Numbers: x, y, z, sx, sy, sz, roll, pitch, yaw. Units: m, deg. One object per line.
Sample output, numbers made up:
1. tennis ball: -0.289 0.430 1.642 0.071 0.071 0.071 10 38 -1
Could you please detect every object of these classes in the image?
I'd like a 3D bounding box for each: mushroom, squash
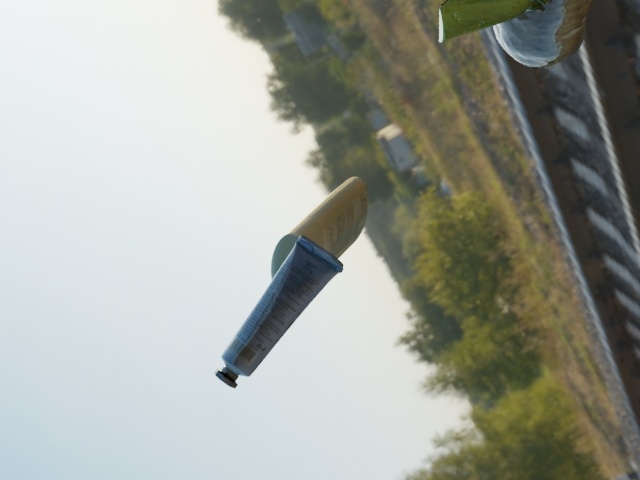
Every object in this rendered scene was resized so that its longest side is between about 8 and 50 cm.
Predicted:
1. mushroom: 0.403 -0.529 1.707 0.397 0.225 0.313 33 -110 -76
2. squash: 0.283 -0.391 1.529 0.090 0.200 0.075 81 171 -52

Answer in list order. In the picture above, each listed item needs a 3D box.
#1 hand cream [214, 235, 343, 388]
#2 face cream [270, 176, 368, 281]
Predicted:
1. hand cream: -0.071 0.115 1.426 0.088 0.256 0.055 35 177 18
2. face cream: 0.000 0.000 1.857 0.348 0.081 0.173 -44 -29 -58
